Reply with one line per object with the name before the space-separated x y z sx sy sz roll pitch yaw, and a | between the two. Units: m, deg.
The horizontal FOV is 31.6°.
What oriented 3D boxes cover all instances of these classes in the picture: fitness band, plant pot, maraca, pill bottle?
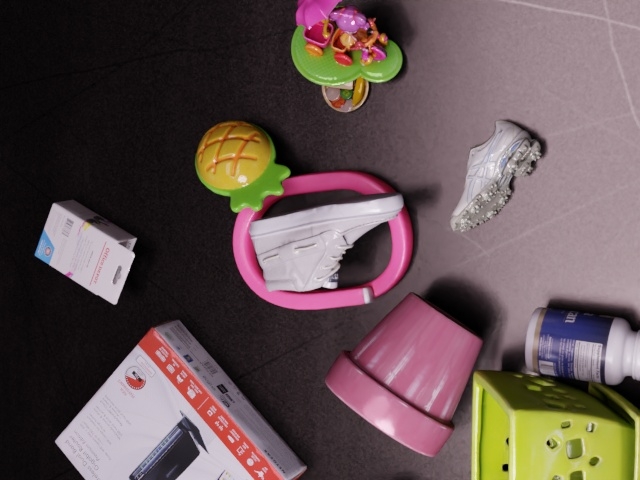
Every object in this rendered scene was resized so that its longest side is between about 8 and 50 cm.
fitness band | 0.000 0.000 1.740 0.290 0.054 0.209 -6 94 24
plant pot | 0.134 0.183 1.636 0.201 0.201 0.180 34 94 17
maraca | -0.122 -0.115 1.739 0.127 0.099 0.186 -38 53 -2
plant pot | 0.326 0.305 1.524 0.207 0.227 0.228 0 97 -6
pill bottle | 0.376 0.148 1.565 0.169 0.094 0.094 7 100 23

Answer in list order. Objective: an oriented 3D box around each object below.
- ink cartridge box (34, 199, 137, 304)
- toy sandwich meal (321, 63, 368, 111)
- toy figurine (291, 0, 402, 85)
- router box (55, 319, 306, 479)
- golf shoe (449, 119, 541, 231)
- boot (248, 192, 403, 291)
ink cartridge box | -0.383 0.019 1.911 0.181 0.061 0.104 30 108 19
toy sandwich meal | 0.035 -0.236 1.706 0.085 0.029 0.086 3 98 24
toy figurine | 0.029 -0.302 1.610 0.173 0.159 0.130 22 80 13
router box | -0.236 0.355 1.876 0.335 0.082 0.301 46 112 12
golf shoe | 0.237 -0.094 1.626 0.176 0.069 0.086 -51 56 18
boot | 0.018 0.007 1.666 0.258 0.095 0.123 -11 95 33
